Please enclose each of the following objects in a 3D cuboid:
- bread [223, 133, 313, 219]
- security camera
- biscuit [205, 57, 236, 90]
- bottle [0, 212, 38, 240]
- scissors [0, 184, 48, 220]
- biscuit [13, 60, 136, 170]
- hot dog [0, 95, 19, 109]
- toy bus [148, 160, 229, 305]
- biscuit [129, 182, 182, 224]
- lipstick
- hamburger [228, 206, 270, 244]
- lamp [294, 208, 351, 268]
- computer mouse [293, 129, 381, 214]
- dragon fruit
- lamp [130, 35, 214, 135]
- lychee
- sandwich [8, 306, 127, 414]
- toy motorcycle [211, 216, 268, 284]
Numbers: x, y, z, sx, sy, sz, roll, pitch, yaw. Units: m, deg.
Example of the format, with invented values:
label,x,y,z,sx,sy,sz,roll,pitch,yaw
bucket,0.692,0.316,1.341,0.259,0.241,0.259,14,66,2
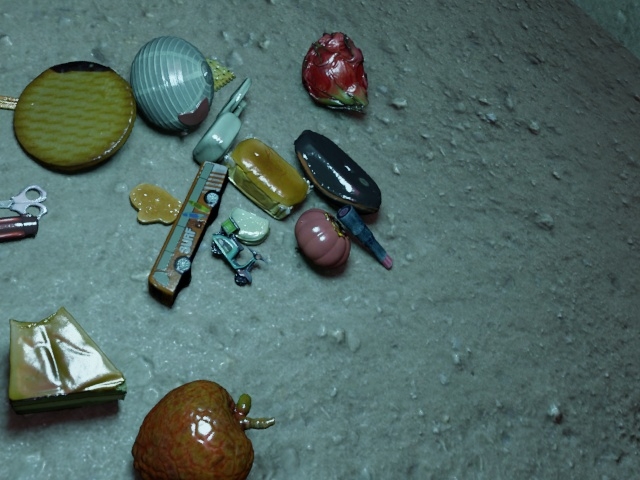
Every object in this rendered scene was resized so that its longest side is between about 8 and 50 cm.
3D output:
label,x,y,z,sx,sy,sz,roll,pitch,yaw
bread,-0.151,-0.180,1.736,0.241,0.107,0.136,42,56,-3
security camera,-0.261,-0.342,1.755,0.080,0.157,0.302,35,56,-18
biscuit,-0.373,-0.497,1.865,0.144,0.016,0.203,42,58,2
bottle,-0.758,-0.029,1.454,0.164,0.060,0.060,-9,68,-26
scissors,-0.772,-0.090,1.505,0.189,0.015,0.100,-4,69,-22
biscuit,-0.640,-0.330,1.607,0.317,0.040,0.318,0,72,1
hot dog,-0.833,-0.362,1.614,0.083,0.021,0.037,6,84,-22
toy bus,-0.336,-0.027,1.601,0.092,0.093,0.409,19,58,-3
biscuit,-0.445,-0.089,1.628,0.140,0.023,0.118,35,58,-2
lipstick,0.133,-0.001,1.748,0.234,0.053,0.053,49,53,-26
hamburger,-0.203,-0.033,1.681,0.121,0.054,0.084,28,62,-3
lamp,0.000,0.000,1.686,0.182,0.140,0.182,45,14,-14
computer mouse,0.041,-0.187,1.797,0.323,0.116,0.183,46,24,11
dragon fruit,0.061,-0.514,1.917,0.233,0.234,0.293,-24,60,-29
lamp,-0.402,-0.430,1.693,0.233,0.233,0.265,8,67,-18
lychee,-0.250,0.425,1.317,0.300,0.255,0.255,-32,77,2
sandwich,-0.548,0.256,1.335,0.227,0.155,0.198,-1,65,-22
toy motorcycle,-0.220,0.033,1.622,0.100,0.058,0.173,-36,87,3
